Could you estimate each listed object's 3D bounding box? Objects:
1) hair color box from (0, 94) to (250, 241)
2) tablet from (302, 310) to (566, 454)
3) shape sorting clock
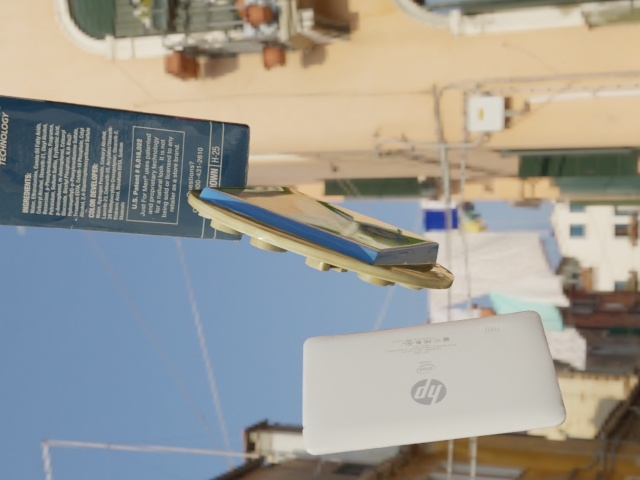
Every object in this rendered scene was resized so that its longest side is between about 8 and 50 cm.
[{"bbox_3d":[-0.251,-0.065,0.884,0.347,0.174,0.105,4,-88,-26],"label":"hair color box"},{"bbox_3d":[0.035,0.046,0.352,0.054,0.083,0.006,-91,-9,-53],"label":"tablet"},{"bbox_3d":[0.000,0.000,0.788,0.206,0.206,0.040,-11,-61,-68],"label":"shape sorting clock"}]
